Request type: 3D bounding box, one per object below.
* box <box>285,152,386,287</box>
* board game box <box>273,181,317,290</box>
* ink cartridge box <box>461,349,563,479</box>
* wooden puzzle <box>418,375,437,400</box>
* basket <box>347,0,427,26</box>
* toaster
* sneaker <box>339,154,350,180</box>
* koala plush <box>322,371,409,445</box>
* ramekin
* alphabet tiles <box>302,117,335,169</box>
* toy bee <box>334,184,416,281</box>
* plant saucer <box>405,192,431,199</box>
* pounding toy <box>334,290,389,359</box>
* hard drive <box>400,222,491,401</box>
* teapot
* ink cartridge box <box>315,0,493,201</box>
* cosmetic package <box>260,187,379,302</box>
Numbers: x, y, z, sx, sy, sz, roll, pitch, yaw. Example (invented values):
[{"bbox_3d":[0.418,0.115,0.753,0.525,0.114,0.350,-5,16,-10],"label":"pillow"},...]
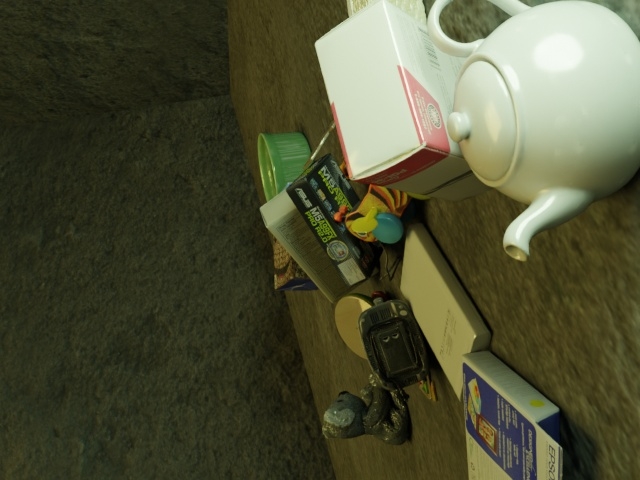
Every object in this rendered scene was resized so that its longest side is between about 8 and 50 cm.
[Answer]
[{"bbox_3d":[0.044,-0.052,1.578,0.270,0.060,0.216,58,-154,-10],"label":"box"},{"bbox_3d":[-0.053,-0.006,2.077,0.232,0.141,0.290,140,129,-69],"label":"board game box"},{"bbox_3d":[0.331,0.377,1.113,0.307,0.072,0.303,-137,39,-67],"label":"ink cartridge box"},{"bbox_3d":[0.242,0.327,1.593,0.116,0.014,0.078,-149,49,-75],"label":"wooden puzzle"},{"bbox_3d":[0.126,-0.385,1.237,0.103,0.113,0.167,178,80,-76],"label":"basket"},{"bbox_3d":[0.168,0.239,1.536,0.146,0.129,0.226,12,-123,-84],"label":"toaster"},{"bbox_3d":[0.095,-0.198,1.627,0.215,0.083,0.084,107,151,-64],"label":"sneaker"},{"bbox_3d":[0.110,0.473,1.839,0.196,0.222,0.203,103,153,-62],"label":"koala plush"},{"bbox_3d":[-0.118,-0.241,2.408,0.303,0.148,0.303,169,90,-78],"label":"ramekin"},{"bbox_3d":[0.029,-0.280,1.650,0.237,0.009,0.198,-59,7,-10],"label":"alphabet tiles"},{"bbox_3d":[0.108,-0.051,1.431,0.195,0.162,0.298,-41,-28,-63],"label":"toy bee"},{"bbox_3d":[0.171,-0.193,1.218,0.241,0.037,0.240,6,97,62],"label":"plant saucer"},{"bbox_3d":[0.158,0.218,1.741,0.237,0.110,0.182,38,135,26],"label":"pounding toy"},{"bbox_3d":[0.240,0.138,1.361,0.307,0.040,0.203,-113,17,-45],"label":"hard drive"},{"bbox_3d":[0.233,-0.151,0.781,0.256,0.187,0.252,-119,22,-58],"label":"teapot"},{"bbox_3d":[0.142,-0.174,0.934,0.117,0.283,0.207,-24,72,34],"label":"ink cartridge box"},{"bbox_3d":[0.000,0.000,1.756,0.309,0.160,0.113,52,-174,-32],"label":"cosmetic package"}]
